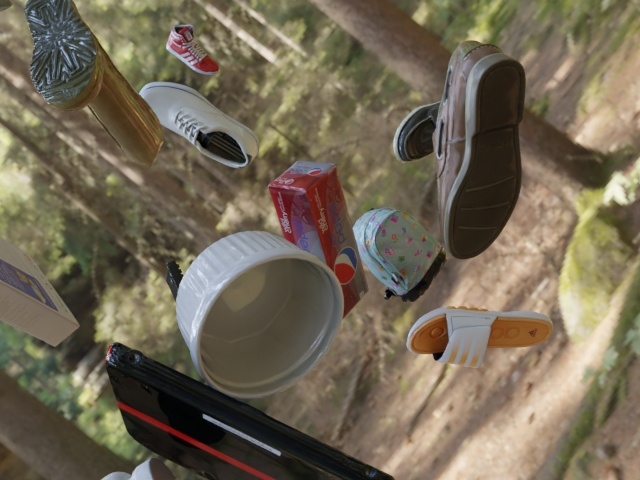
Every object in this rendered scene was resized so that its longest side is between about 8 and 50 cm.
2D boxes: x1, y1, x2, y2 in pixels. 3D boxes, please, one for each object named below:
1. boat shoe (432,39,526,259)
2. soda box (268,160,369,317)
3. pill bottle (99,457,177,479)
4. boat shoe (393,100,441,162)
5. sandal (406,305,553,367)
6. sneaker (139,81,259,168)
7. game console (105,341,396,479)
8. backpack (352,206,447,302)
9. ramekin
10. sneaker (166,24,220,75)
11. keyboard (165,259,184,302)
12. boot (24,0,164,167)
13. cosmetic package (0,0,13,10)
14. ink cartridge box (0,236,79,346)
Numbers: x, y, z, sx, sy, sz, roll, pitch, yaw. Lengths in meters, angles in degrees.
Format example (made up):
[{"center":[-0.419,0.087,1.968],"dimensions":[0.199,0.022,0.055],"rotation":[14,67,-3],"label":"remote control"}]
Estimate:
[{"center":[0.214,-0.126,1.379],"dimensions":[0.110,0.104,0.308],"rotation":[-7,-58,-25],"label":"boat shoe"},{"center":[0.000,0.000,1.673],"dimensions":[0.092,0.083,0.263],"rotation":[-43,-50,-38],"label":"soda box"},{"center":[-0.291,0.392,1.354],"dimensions":[0.208,0.118,0.117],"rotation":[-35,0,4],"label":"pill bottle"},{"center":[0.222,-0.207,1.772],"dimensions":[0.233,0.084,0.079],"rotation":[-31,23,-33],"label":"boat shoe"},{"center":[0.283,0.170,1.700],"dimensions":[0.076,0.265,0.102],"rotation":[-104,15,-51],"label":"sandal"},{"center":[-0.235,-0.226,1.920],"dimensions":[0.094,0.258,0.091],"rotation":[-61,10,24],"label":"sneaker"},{"center":[-0.094,0.272,1.299],"dimensions":[0.342,0.386,0.060],"rotation":[101,-165,-61],"label":"game console"},{"center":[0.148,0.014,1.886],"dimensions":[0.152,0.182,0.115],"rotation":[-55,21,-22],"label":"backpack"},{"center":[-0.085,0.086,1.256],"dimensions":[0.207,0.207,0.109],"rotation":[-51,41,2],"label":"ramekin"},{"center":[-0.241,-0.368,1.898],"dimensions":[0.042,0.118,0.067],"rotation":[-54,-7,-38],"label":"sneaker"},{"center":[-0.210,0.119,1.622],"dimensions":[0.023,0.180,0.108],"rotation":[-22,-15,-18],"label":"keyboard"},{"center":[-0.290,-0.190,1.358],"dimensions":[0.089,0.236,0.269],"rotation":[-23,-38,6],"label":"boot"},{"center":[-0.563,-0.347,1.357],"dimensions":[0.237,0.107,0.127],"rotation":[-20,16,-30],"label":"cosmetic package"},{"center":[-0.507,0.038,1.488],"dimensions":[0.069,0.176,0.371],"rotation":[-40,-24,-5],"label":"ink cartridge box"}]
